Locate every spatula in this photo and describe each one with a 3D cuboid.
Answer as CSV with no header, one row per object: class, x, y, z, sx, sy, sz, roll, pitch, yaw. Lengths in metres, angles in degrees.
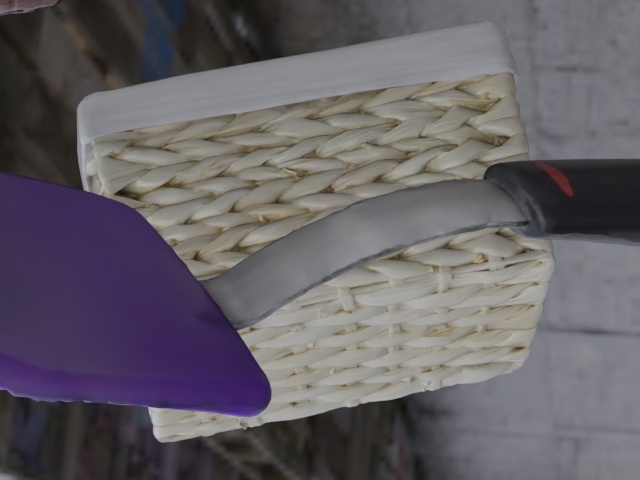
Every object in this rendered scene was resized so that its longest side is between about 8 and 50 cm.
spatula,0.025,-0.001,0.434,0.296,0.084,0.030,-6,129,-35

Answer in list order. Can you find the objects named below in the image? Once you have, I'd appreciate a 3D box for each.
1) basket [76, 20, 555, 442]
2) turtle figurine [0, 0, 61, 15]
basket,0.000,0.000,0.697,0.167,0.103,0.113,-12,151,-8
turtle figurine,-0.135,-0.064,0.396,0.234,0.175,0.118,-32,-157,-20
